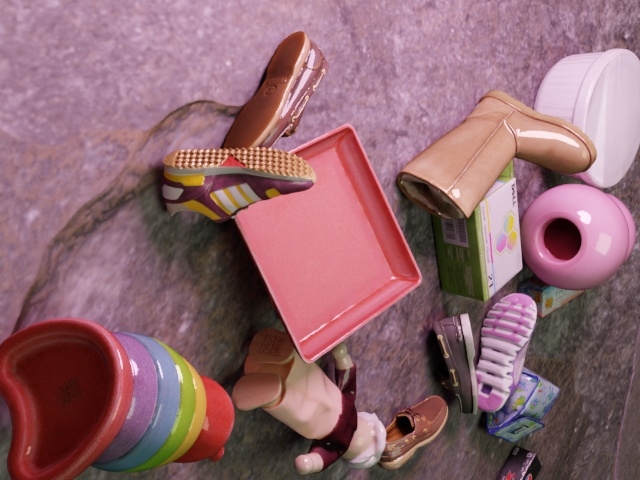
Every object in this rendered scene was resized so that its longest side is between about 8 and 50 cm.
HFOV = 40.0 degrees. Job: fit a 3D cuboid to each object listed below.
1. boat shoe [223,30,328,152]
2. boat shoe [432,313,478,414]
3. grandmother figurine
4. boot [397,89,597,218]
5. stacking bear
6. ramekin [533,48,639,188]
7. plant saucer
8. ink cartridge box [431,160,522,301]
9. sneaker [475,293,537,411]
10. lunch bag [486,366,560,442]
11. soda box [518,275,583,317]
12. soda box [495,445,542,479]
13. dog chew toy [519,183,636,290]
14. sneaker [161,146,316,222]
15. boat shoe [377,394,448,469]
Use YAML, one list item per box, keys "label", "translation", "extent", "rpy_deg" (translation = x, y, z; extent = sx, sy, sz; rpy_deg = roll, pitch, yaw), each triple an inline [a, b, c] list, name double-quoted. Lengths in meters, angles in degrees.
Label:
- label: "boat shoe"
  translation: [-0.050, -0.172, 1.145]
  extent: [0.073, 0.073, 0.207]
  rpy_deg: [45, 67, -41]
- label: "boat shoe"
  translation: [0.247, 0.229, 1.601]
  extent: [0.081, 0.069, 0.228]
  rpy_deg: [-88, 169, -57]
- label: "grandmother figurine"
  translation: [0.002, 0.250, 1.311]
  extent: [0.342, 0.104, 0.208]
  rpy_deg: [51, 59, -46]
- label: "boot"
  translation: [0.293, -0.116, 1.447]
  extent: [0.269, 0.236, 0.089]
  rpy_deg: [-45, 154, -34]
- label: "stacking bear"
  translation: [-0.205, 0.194, 1.015]
  extent: [0.289, 0.164, 0.175]
  rpy_deg: [34, 31, -59]
- label: "ramekin"
  translation: [0.523, -0.243, 1.726]
  extent: [0.273, 0.127, 0.273]
  rpy_deg: [-17, 114, -45]
- label: "plant saucer"
  translation: [0.000, 0.000, 1.214]
  extent: [0.258, 0.048, 0.259]
  rpy_deg: [-31, 98, -39]
- label: "ink cartridge box"
  translation: [0.316, -0.038, 1.576]
  extent: [0.255, 0.097, 0.189]
  rpy_deg: [-33, 124, -37]
- label: "sneaker"
  translation: [0.363, 0.217, 1.714]
  extent: [0.104, 0.095, 0.236]
  rpy_deg: [15, 95, -56]
- label: "lunch bag"
  translation: [0.404, 0.338, 1.792]
  extent: [0.129, 0.096, 0.151]
  rpy_deg: [30, 92, -51]
- label: "soda box"
  translation: [0.481, 0.099, 1.830]
  extent: [0.183, 0.058, 0.063]
  rpy_deg: [-20, 116, -44]
- label: "soda box"
  translation: [0.405, 0.525, 1.869]
  extent: [0.169, 0.053, 0.060]
  rpy_deg: [-52, 134, -24]
- label: "dog chew toy"
  translation: [0.532, -0.013, 1.758]
  extent: [0.332, 0.206, 0.206]
  rpy_deg: [-9, 107, -55]
- label: "sneaker"
  translation: [-0.099, -0.064, 1.073]
  extent: [0.069, 0.185, 0.084]
  rpy_deg: [-92, -173, -59]
- label: "boat shoe"
  translation: [0.160, 0.323, 1.529]
  extent: [0.178, 0.064, 0.060]
  rpy_deg: [-35, 127, -34]
